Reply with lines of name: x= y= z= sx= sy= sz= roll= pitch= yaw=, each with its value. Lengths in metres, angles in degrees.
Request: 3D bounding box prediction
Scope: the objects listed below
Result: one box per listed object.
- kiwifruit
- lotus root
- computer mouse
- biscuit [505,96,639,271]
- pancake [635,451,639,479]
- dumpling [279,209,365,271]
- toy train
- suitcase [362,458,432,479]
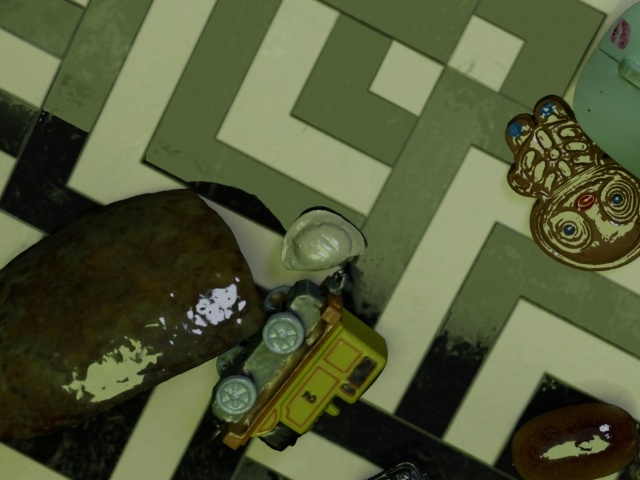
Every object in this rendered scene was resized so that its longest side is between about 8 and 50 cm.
kiwifruit: x=0.243 y=0.196 z=1.820 sx=0.124 sy=0.075 sz=0.075 roll=-17 pitch=100 yaw=9
lotus root: x=-0.220 y=0.066 z=1.814 sx=0.314 sy=0.210 sz=0.142 roll=-25 pitch=110 yaw=0
computer mouse: x=0.366 y=-0.092 z=1.681 sx=0.288 sy=0.097 sz=0.159 roll=33 pitch=108 yaw=0
biscuit: x=0.242 y=-0.049 z=1.787 sx=0.124 sy=0.026 sz=0.175 roll=-35 pitch=96 yaw=14
pancake: x=0.440 y=0.217 z=1.817 sx=0.266 sy=0.057 sz=0.244 roll=20 pitch=96 yaw=-1
dumpling: x=-0.001 y=0.000 z=1.829 sx=0.077 sy=0.043 sz=0.059 roll=-14 pitch=78 yaw=15
toy train: x=-0.023 y=0.127 z=1.838 sx=0.127 sy=0.089 sz=0.219 roll=35 pitch=105 yaw=-11
suitcase: x=0.084 y=0.283 z=1.872 sx=0.086 sy=0.059 sz=0.126 roll=-29 pitch=95 yaw=13
